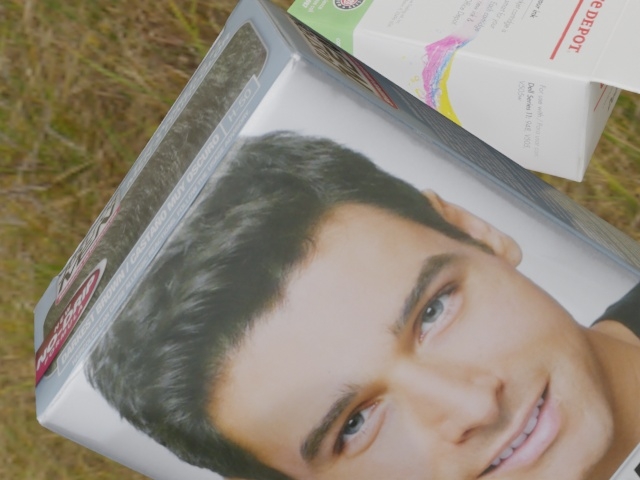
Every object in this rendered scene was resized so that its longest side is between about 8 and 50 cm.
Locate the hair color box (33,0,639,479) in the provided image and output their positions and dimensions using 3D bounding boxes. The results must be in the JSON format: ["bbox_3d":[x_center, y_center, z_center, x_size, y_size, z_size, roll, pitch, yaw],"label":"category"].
[{"bbox_3d":[0.075,0.067,0.637,0.185,0.374,0.113,-54,23,13],"label":"hair color box"}]

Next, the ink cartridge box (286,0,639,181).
[{"bbox_3d":[0.170,-0.177,1.238,0.353,0.207,0.119,16,137,19],"label":"ink cartridge box"}]
